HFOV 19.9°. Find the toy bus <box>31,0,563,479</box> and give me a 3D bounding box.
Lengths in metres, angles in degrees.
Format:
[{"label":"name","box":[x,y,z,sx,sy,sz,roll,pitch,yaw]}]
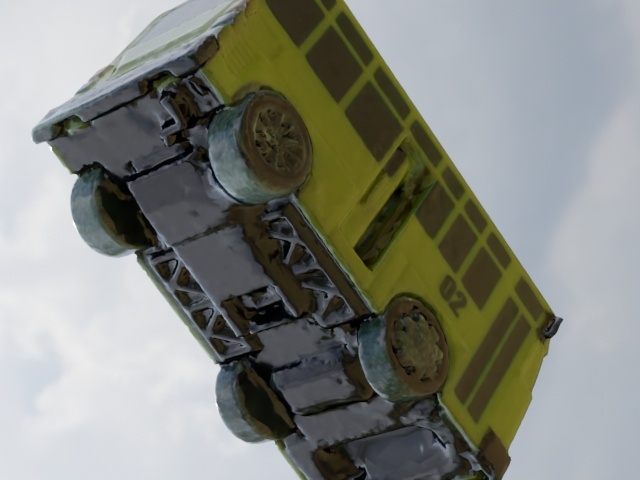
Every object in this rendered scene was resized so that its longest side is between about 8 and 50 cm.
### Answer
[{"label":"toy bus","box":[0.000,0.000,0.906,0.262,0.128,0.150,54,-137,-18]}]
